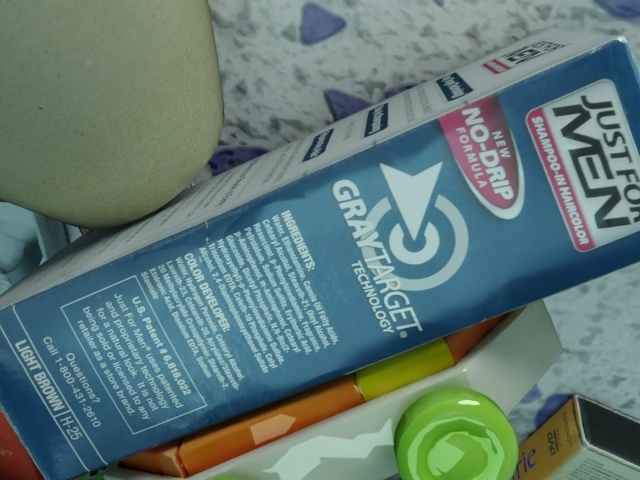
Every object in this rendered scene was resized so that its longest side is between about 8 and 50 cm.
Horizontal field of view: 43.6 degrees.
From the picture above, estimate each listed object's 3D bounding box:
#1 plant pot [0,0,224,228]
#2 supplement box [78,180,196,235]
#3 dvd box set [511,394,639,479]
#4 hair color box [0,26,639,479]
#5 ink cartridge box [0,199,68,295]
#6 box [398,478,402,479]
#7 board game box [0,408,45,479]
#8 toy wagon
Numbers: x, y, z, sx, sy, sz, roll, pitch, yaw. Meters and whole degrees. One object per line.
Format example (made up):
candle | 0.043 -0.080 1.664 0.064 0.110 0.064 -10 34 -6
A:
plant pot | -0.166 -0.134 0.399 0.256 0.256 0.274 -12 141 16
supplement box | -0.136 -0.036 0.571 0.083 0.043 0.055 -12 124 15
dvd box set | 0.255 0.349 0.798 0.308 0.062 0.420 24 125 -11
hair color box | 0.000 0.000 0.455 0.347 0.174 0.105 -23 103 11
ink cartridge box | -0.307 -0.006 0.613 0.223 0.045 0.224 2 126 6
box | 0.050 0.291 0.784 0.169 0.054 0.059 -36 115 28
board game box | -0.354 0.192 0.724 0.242 0.064 0.316 9 137 1
toy wagon | -0.031 0.104 0.495 0.344 0.267 0.068 -23 101 4
